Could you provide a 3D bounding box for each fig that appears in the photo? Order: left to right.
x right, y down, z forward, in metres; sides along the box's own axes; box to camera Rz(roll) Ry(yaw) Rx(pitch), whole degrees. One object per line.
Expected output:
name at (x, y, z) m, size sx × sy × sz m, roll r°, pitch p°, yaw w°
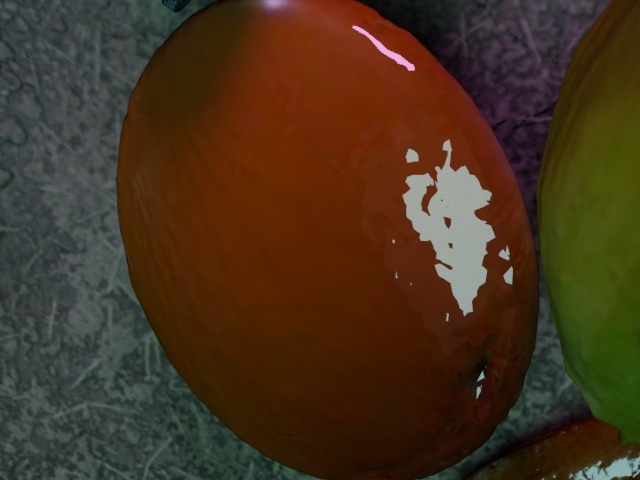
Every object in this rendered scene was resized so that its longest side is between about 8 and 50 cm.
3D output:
fig at (0.278, -0.028, 0.809) m, size 0.343 × 0.343 × 0.343 m, roll 7°, pitch 116°, yaw 14°

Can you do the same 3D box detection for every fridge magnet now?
fridge magnet at (0.000, 0.000, 0.961) m, size 0.364 × 0.155 × 0.363 m, roll 19°, pitch 120°, yaw 36°

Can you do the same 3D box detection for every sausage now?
sausage at (0.183, 0.206, 1.088) m, size 0.302 × 0.076 × 0.103 m, roll -32°, pitch 101°, yaw 27°

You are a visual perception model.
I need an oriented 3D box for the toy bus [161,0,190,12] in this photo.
toy bus at (-0.090, -0.226, 0.904) m, size 0.096 × 0.199 × 0.108 m, roll 36°, pitch 108°, yaw -2°
